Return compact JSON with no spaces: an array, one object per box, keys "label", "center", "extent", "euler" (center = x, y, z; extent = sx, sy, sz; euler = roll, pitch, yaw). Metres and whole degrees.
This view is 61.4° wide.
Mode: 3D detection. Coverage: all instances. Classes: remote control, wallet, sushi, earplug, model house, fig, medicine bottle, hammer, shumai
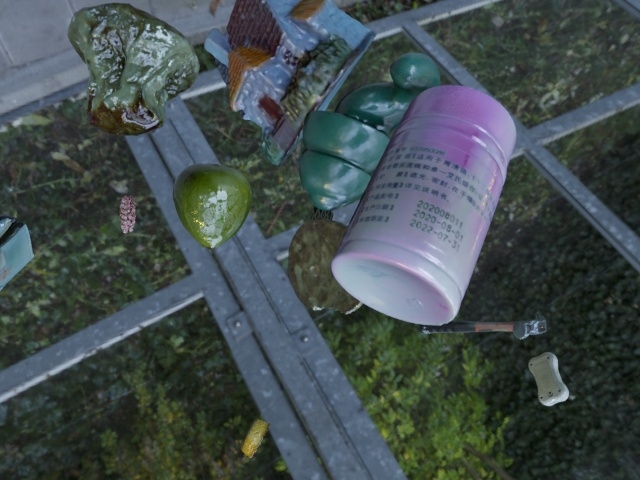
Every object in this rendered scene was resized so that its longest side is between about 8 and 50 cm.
[{"label":"remote control","center":[0.554,0.336,1.310],"extent":[0.032,0.122,0.074],"euler":[22,136,-32]},{"label":"wallet","center":[-0.742,0.074,1.179],"extent":[0.251,0.074,0.176],"euler":[-63,179,-41]},{"label":"sushi","center":[0.000,0.000,1.633],"extent":[0.043,0.193,0.280],"euler":[9,119,-17]},{"label":"earplug","center":[0.074,-0.171,0.893],"extent":[0.163,0.257,0.280],"euler":[20,96,-37]},{"label":"model house","center":[-0.110,-0.425,1.243],"extent":[0.297,0.339,0.360],"euler":[-54,-174,-32]},{"label":"fig","center":[-0.405,-0.129,2.006],"extent":[0.316,0.316,0.316],"euler":[-25,152,-15]},{"label":"medicine bottle","center":[0.129,-0.045,0.646],"extent":[0.152,0.152,0.254],"euler":[83,30,-60]},{"label":"hammer","center":[0.298,0.166,1.038],"extent":[0.111,0.033,0.287],"euler":[-2,174,-38]},{"label":"shumai","center":[-0.591,-0.489,1.645],"extent":[0.397,0.324,0.324],"euler":[13,159,-14]}]

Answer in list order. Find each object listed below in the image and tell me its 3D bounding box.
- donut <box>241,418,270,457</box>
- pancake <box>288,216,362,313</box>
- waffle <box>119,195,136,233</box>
[{"label":"donut","center":[-0.147,0.437,1.186],"extent":[0.067,0.037,0.083],"euler":[-60,177,-43]},{"label":"pancake","center":[0.019,0.055,1.167],"extent":[0.042,0.223,0.236],"euler":[-7,164,-44]},{"label":"waffle","center":[-0.426,-0.057,1.192],"extent":[0.029,0.083,0.075],"euler":[0,137,-30]}]
